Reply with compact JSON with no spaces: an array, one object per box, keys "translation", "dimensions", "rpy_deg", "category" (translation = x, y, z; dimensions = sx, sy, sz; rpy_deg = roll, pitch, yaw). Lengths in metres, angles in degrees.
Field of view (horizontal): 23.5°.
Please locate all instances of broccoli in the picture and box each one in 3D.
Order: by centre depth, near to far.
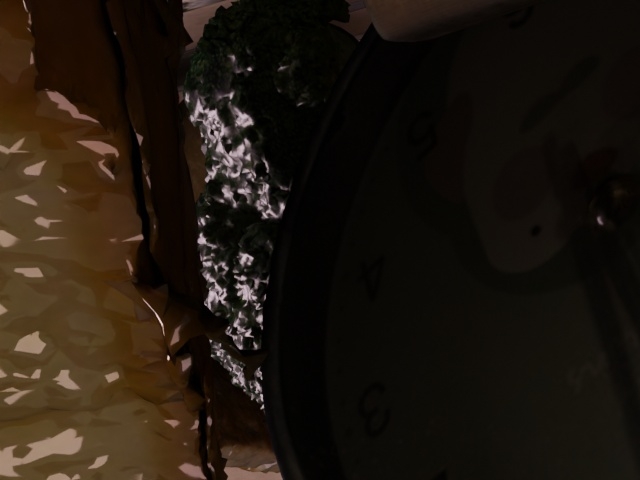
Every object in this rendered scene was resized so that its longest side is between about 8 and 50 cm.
[{"translation":[0.061,-0.010,0.809],"dimensions":[0.283,0.303,0.321],"rpy_deg":[-24,-173,9],"category":"broccoli"}]

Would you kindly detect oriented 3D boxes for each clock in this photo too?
[{"translation":[0.101,-0.011,0.523],"dimensions":[0.066,0.318,0.319],"rpy_deg":[27,154,-34],"category":"clock"}]

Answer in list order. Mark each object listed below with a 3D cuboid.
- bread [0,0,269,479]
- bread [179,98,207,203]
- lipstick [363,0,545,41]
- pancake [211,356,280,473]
[{"translation":[-0.143,0.041,0.554],"dimensions":[0.249,0.279,0.315],"rpy_deg":[-8,-166,2],"category":"bread"},{"translation":[0.000,0.000,1.104],"dimensions":[0.159,0.305,0.305],"rpy_deg":[-46,173,16],"category":"bread"},{"translation":[0.117,-0.118,0.426],"dimensions":[0.253,0.079,0.077],"rpy_deg":[-15,-176,42],"category":"lipstick"},{"translation":[-0.159,0.048,1.077],"dimensions":[0.082,0.387,0.387],"rpy_deg":[-61,169,14],"category":"pancake"}]
